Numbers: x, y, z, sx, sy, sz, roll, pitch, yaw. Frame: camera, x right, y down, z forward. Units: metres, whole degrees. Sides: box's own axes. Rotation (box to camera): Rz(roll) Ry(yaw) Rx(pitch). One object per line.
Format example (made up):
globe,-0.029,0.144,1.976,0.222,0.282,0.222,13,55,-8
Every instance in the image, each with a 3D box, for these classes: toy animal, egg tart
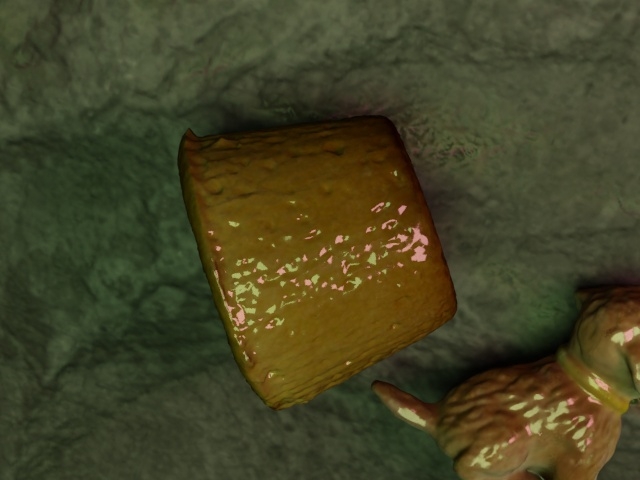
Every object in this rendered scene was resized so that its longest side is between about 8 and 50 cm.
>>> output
toy animal,0.156,0.092,0.926,0.184,0.104,0.185,32,116,-6
egg tart,0.000,0.000,0.875,0.147,0.202,0.202,-21,107,3
